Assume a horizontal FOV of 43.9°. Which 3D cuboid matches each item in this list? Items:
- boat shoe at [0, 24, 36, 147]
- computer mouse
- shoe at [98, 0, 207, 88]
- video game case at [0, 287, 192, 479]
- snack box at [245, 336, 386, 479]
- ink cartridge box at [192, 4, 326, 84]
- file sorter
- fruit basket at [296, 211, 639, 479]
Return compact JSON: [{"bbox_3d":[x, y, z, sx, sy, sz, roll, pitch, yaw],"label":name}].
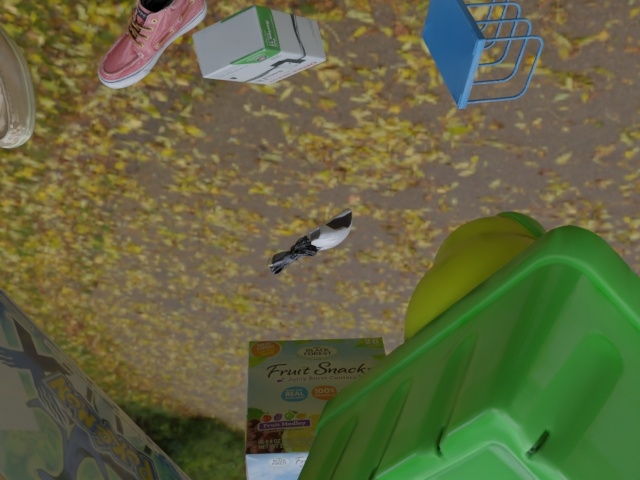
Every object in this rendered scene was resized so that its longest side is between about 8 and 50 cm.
[{"bbox_3d":[-0.461,-0.258,1.007,0.109,0.303,0.098,-15,-171,21],"label":"boat shoe"},{"bbox_3d":[0.000,0.000,1.262,0.106,0.042,0.193,-33,-179,40],"label":"computer mouse"},{"bbox_3d":[-0.229,-0.277,1.032,0.063,0.178,0.081,49,178,16],"label":"shoe"},{"bbox_3d":[-0.204,0.169,0.595,0.329,0.036,0.300,51,-178,-16],"label":"video game case"},{"bbox_3d":[0.000,0.199,0.934,0.174,0.207,0.070,-2,117,-4],"label":"snack box"},{"bbox_3d":[-0.109,-0.359,1.477,0.153,0.087,0.208,-16,178,33],"label":"ink cartridge box"},{"bbox_3d":[0.229,-0.293,1.138,0.104,0.170,0.118,-7,141,-13],"label":"file sorter"},{"bbox_3d":[0.165,0.142,0.681,0.283,0.392,0.392,47,158,4],"label":"fruit basket"}]
